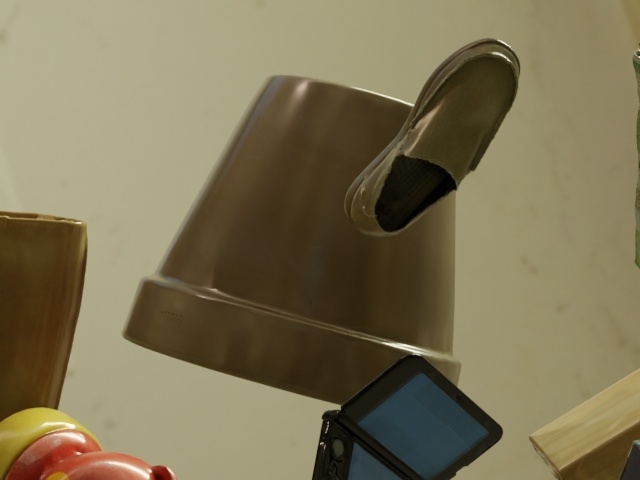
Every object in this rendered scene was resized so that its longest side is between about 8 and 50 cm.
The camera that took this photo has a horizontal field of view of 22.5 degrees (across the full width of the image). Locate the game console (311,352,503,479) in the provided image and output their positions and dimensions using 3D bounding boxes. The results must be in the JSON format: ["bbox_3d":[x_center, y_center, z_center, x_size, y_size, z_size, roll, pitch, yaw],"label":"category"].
[{"bbox_3d":[0.060,0.152,1.072,0.071,0.107,0.122,-16,-42,34],"label":"game console"}]

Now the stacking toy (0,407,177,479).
[{"bbox_3d":[-0.220,0.265,1.005,0.130,0.279,0.309,10,-91,38],"label":"stacking toy"}]

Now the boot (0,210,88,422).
[{"bbox_3d":[-0.293,0.108,1.134,0.089,0.236,0.270,-151,-114,-76],"label":"boot"}]

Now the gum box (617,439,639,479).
[{"bbox_3d":[0.179,0.147,0.703,0.041,0.184,0.157,40,-58,40],"label":"gum box"}]

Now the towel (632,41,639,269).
[{"bbox_3d":[0.177,-0.008,0.733,0.113,0.023,0.152,55,-17,40],"label":"towel"}]

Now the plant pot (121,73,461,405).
[{"bbox_3d":[0.000,0.000,1.529,0.323,0.323,0.280,10,-94,67],"label":"plant pot"}]

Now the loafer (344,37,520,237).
[{"bbox_3d":[0.074,-0.057,0.985,0.056,0.148,0.050,32,11,-22],"label":"loafer"}]

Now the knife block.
[{"bbox_3d":[0.337,0.112,1.323,0.088,0.275,0.242,-129,-126,-75],"label":"knife block"}]
